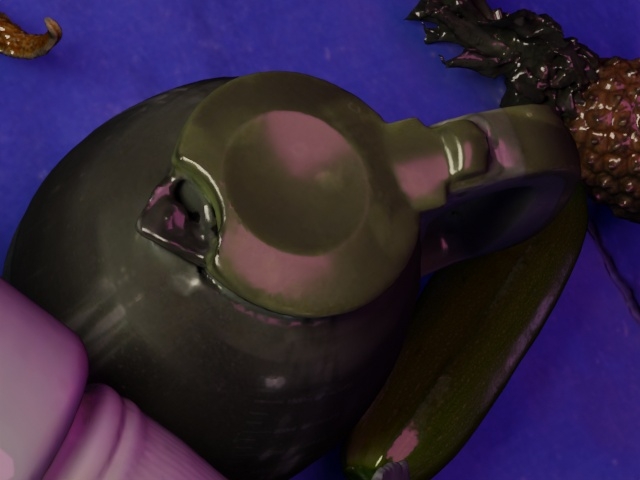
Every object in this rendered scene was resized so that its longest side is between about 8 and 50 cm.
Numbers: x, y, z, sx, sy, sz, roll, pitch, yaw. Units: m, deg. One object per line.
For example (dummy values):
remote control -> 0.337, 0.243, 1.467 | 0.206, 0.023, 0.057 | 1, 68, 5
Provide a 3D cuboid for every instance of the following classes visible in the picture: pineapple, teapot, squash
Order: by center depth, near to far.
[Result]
teapot -> -0.006, 0.020, 1.152 | 0.321, 0.239, 0.239 | 14, 65, -17
squash -> 0.098, 0.061, 1.323 | 0.082, 0.082, 0.292 | 43, 58, -12
pineapple -> 0.173, -0.115, 1.421 | 0.251, 0.125, 0.125 | 36, 57, -10

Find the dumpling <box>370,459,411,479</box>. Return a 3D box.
dumpling -> 0.019, 0.314, 1.113 | 0.321, 0.212, 0.270 | 61, 16, 14

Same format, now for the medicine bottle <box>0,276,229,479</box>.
medicine bottle -> -0.239, 0.095, 1.008 | 0.388, 0.219, 0.219 | 38, 56, -16

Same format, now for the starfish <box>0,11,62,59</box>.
starfish -> -0.257, -0.140, 1.173 | 0.190, 0.074, 0.146 | -14, 79, -36
